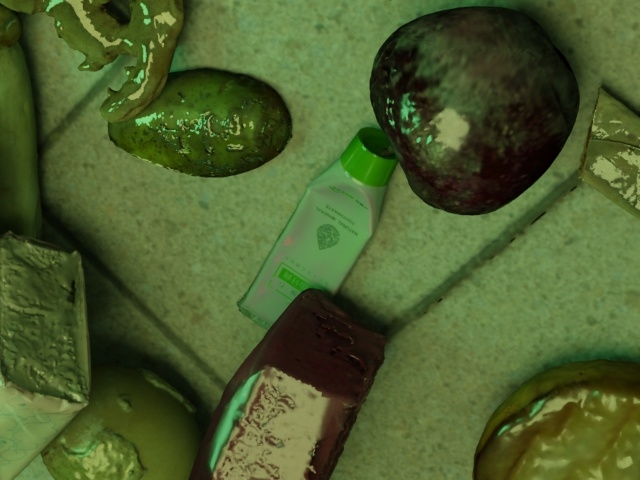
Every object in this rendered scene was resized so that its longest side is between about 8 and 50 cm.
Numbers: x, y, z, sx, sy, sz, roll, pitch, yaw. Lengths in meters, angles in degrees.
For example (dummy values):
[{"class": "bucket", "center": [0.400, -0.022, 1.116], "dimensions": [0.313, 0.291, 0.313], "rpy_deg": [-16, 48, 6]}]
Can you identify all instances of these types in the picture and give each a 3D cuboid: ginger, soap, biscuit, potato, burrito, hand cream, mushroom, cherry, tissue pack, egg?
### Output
[{"class": "ginger", "center": [-0.237, -0.249, 1.692], "dimensions": [0.149, 0.065, 0.259], "rpy_deg": [-43, 90, 11]}, {"class": "soap", "center": [-0.051, 0.229, 1.777], "dimensions": [0.127, 0.220, 0.325], "rpy_deg": [27, 128, 8]}, {"class": "biscuit", "center": [0.264, 0.237, 1.744], "dimensions": [0.213, 0.091, 0.274], "rpy_deg": [15, 120, 8]}, {"class": "potato", "center": [-0.130, -0.113, 1.729], "dimensions": [0.197, 0.054, 0.119], "rpy_deg": [11, 120, 13]}, {"class": "burrito", "center": [0.330, -0.046, 1.601], "dimensions": [0.226, 0.060, 0.087], "rpy_deg": [35, 115, 1]}, {"class": "hand cream", "center": [0.000, -0.001, 1.750], "dimensions": [0.079, 0.050, 0.275], "rpy_deg": [48, 129, 24]}, {"class": "mushroom", "center": [-0.347, -0.107, 1.792], "dimensions": [0.100, 0.081, 0.312], "rpy_deg": [9, 121, 16]}, {"class": "cherry", "center": [0.141, -0.126, 1.563], "dimensions": [0.195, 0.195, 0.195], "rpy_deg": [7, 117, 15]}, {"class": "tissue pack", "center": [-0.350, 0.143, 1.807], "dimensions": [0.124, 0.201, 0.271], "rpy_deg": [13, 142, -32]}, {"class": "egg", "center": [-0.215, 0.223, 1.856], "dimensions": [0.201, 0.164, 0.164], "rpy_deg": [35, 121, -12]}]
